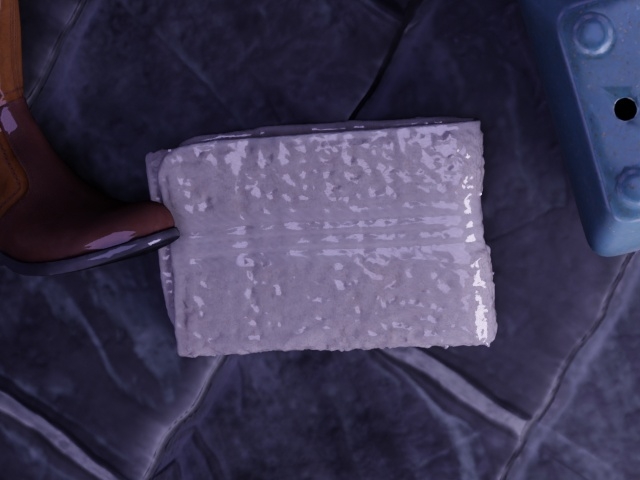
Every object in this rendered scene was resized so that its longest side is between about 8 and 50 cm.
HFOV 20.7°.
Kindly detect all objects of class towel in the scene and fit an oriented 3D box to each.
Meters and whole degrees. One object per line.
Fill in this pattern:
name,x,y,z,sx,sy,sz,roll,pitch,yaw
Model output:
towel,0.000,0.000,1.415,0.282,0.049,0.187,-2,103,17

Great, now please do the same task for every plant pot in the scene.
plant pot,0.265,-0.116,1.205,0.247,0.252,0.247,-14,98,19

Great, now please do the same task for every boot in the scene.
boot,-0.238,-0.115,1.432,0.264,0.096,0.280,1,99,38
